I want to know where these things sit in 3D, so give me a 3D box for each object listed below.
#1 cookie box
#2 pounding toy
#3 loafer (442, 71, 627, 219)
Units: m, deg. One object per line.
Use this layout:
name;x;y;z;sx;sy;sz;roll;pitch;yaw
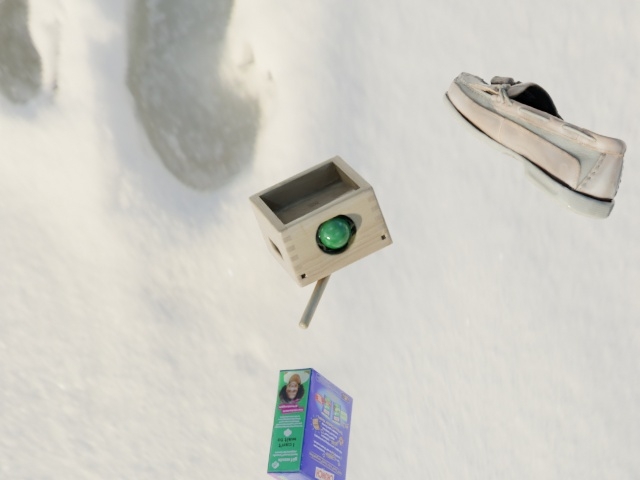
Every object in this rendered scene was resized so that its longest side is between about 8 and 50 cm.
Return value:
cookie box;-0.009;0.191;1.707;0.040;0.092;0.107;-8;62;28
pounding toy;0.000;0.000;1.827;0.130;0.141;0.100;-26;118;-9
loafer;0.103;-0.054;0.815;0.125;0.045;0.039;48;121;49
